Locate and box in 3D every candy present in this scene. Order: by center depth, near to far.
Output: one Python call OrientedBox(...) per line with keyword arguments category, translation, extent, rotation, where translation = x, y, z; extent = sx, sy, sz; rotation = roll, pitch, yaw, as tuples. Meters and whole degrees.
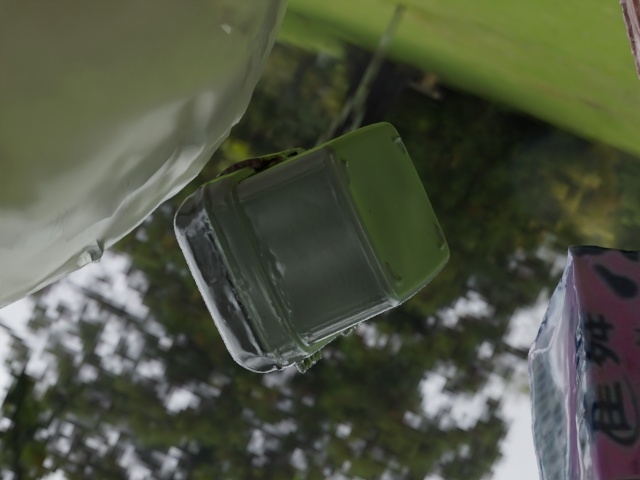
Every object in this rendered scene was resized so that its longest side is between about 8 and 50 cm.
OrientedBox(category="candy", translation=(0.127, 0.083, 0.570), extent=(0.092, 0.073, 0.160), rotation=(7, -133, -6))

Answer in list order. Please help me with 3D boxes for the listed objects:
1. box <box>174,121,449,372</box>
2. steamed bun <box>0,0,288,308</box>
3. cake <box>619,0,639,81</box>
OrientedBox(category="box", translation=(0.000, 0.000, 1.152), extent=(0.148, 0.129, 0.210), rotation=(66, -162, -3))
OrientedBox(category="steamed bun", translation=(-0.173, -0.130, 0.529), extent=(0.312, 0.334, 0.233), rotation=(-15, -177, -28))
OrientedBox(category="cake", translation=(0.185, -0.136, 0.747), extent=(0.135, 0.287, 0.098), rotation=(-13, -165, -16))
